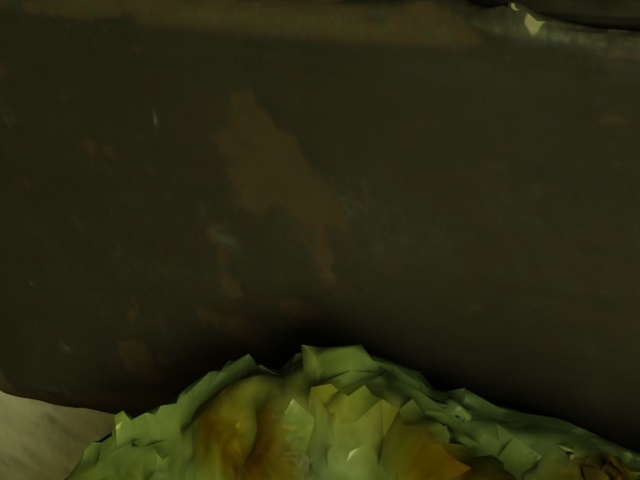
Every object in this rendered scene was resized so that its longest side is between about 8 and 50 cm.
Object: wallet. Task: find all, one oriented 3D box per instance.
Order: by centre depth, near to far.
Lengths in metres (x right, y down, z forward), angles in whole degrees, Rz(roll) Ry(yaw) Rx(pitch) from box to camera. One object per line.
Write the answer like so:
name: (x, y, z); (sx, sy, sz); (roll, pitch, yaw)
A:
wallet: (0.000, 0.000, 0.437); (0.309, 0.042, 0.165); (9, 118, 34)

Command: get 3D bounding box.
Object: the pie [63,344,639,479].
pie: (-0.025, 0.212, 0.318); (0.418, 0.180, 0.395); (27, 90, 58)
